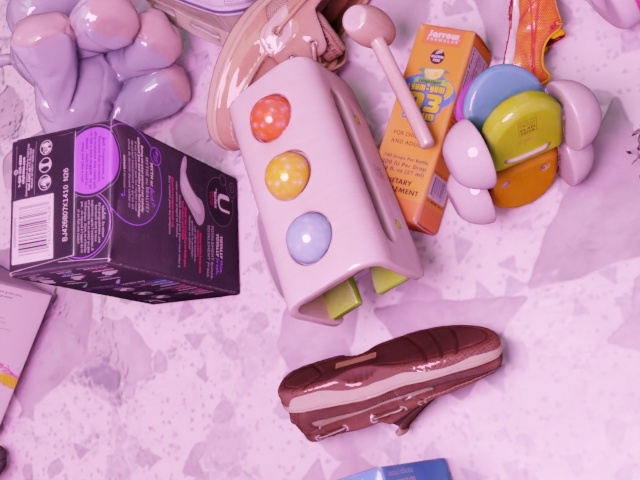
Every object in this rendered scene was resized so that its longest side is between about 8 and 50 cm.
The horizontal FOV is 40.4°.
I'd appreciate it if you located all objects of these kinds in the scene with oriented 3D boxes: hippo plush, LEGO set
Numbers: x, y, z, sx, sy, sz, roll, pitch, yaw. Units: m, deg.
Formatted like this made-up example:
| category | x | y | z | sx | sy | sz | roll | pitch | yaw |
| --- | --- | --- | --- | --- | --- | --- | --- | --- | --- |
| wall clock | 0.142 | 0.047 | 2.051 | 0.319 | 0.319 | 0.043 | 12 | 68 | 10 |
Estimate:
| category | x | y | z | sx | sy | sz | roll | pitch | yaw |
| --- | --- | --- | --- | --- | --- | --- | --- | --- | --- |
| hippo plush | -0.325 | -0.250 | 1.220 | 0.236 | 0.235 | 0.294 | 53 | 147 | 42 |
| LEGO set | 0.355 | -0.090 | 0.931 | 0.054 | 0.023 | 0.083 | 13 | 98 | 29 |

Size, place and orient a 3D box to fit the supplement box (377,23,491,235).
| category | x | y | z | sx | sy | sz | roll | pitch | yaw |
| --- | --- | --- | --- | --- | --- | --- | --- | --- | --- |
| supplement box | 0.124 | -0.130 | 1.016 | 0.078 | 0.080 | 0.233 | 15 | 85 | 28 |

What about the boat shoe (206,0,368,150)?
| category | x | y | z | sx | sy | sz | roll | pitch | yaw |
| --- | --- | --- | --- | --- | --- | --- | --- | --- | --- |
| boat shoe | -0.025 | -0.256 | 1.090 | 0.110 | 0.122 | 0.341 | 30 | 91 | 28 |

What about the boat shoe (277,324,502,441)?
| category | x | y | z | sx | sy | sz | roll | pitch | yaw |
| --- | --- | --- | --- | --- | --- | --- | --- | --- | --- |
| boat shoe | 0.086 | 0.168 | 0.978 | 0.258 | 0.095 | 0.095 | -16 | 107 | 20 |

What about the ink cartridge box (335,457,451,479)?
| category | x | y | z | sx | sy | sz | roll | pitch | yaw |
| --- | --- | --- | --- | --- | --- | --- | --- | --- | --- |
| ink cartridge box | 0.052 | 0.381 | 0.873 | 0.198 | 0.197 | 0.270 | -24 | 70 | 20 |

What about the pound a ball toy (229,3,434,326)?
| category | x | y | z | sx | sy | sz | roll | pitch | yaw |
| --- | --- | --- | --- | --- | --- | --- | --- | --- | --- |
| pound a ball toy | 0.015 | -0.098 | 0.947 | 0.208 | 0.136 | 0.319 | -32 | 60 | 26 |

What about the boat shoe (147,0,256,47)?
| category | x | y | z | sx | sy | sz | roll | pitch | yaw |
| --- | --- | --- | --- | --- | --- | --- | --- | --- | --- |
| boat shoe | -0.187 | -0.333 | 1.183 | 0.302 | 0.109 | 0.094 | 36 | 137 | 46 |

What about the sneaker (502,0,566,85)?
| category | x | y | z | sx | sy | sz | roll | pitch | yaw |
| --- | --- | --- | --- | --- | --- | --- | --- | --- | --- |
| sneaker | 0.250 | -0.259 | 1.002 | 0.068 | 0.064 | 0.175 | 6 | 88 | 9 |

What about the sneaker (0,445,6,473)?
| category | x | y | z | sx | sy | sz | roll | pitch | yaw |
| --- | --- | --- | --- | --- | --- | --- | --- | --- | --- |
| sneaker | -0.549 | 0.409 | 1.215 | 0.331 | 0.122 | 0.146 | -34 | 86 | 12 |

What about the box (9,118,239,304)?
| category | x | y | z | sx | sy | sz | roll | pitch | yaw |
| --- | --- | --- | --- | --- | --- | --- | --- | --- | --- |
| box | -0.225 | -0.022 | 1.051 | 0.144 | 0.270 | 0.165 | -8 | 76 | 24 |

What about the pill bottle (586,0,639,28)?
| category | x | y | z | sx | sy | sz | roll | pitch | yaw |
| --- | --- | --- | --- | --- | --- | --- | --- | --- | --- |
| pill bottle | 0.383 | -0.368 | 0.896 | 0.283 | 0.160 | 0.160 | -39 | 65 | 14 |

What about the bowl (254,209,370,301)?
| category | x | y | z | sx | sy | sz | roll | pitch | yaw |
| --- | --- | --- | --- | --- | --- | --- | --- | --- | --- |
| bowl | 0.000 | 0.000 | 1.061 | 0.142 | 0.053 | 0.141 | -25 | 69 | 18 |

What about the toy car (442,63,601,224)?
| category | x | y | z | sx | sy | sz | roll | pitch | yaw |
| --- | --- | --- | --- | --- | --- | --- | --- | --- | --- |
| toy car | 0.199 | -0.115 | 0.924 | 0.159 | 0.182 | 0.136 | -23 | 63 | 0 |

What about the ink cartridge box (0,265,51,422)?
| category | x | y | z | sx | sy | sz | roll | pitch | yaw |
| --- | --- | --- | --- | --- | --- | --- | --- | --- | --- |
| ink cartridge box | -0.523 | 0.142 | 1.205 | 0.171 | 0.168 | 0.232 | 20 | 88 | 38 |
